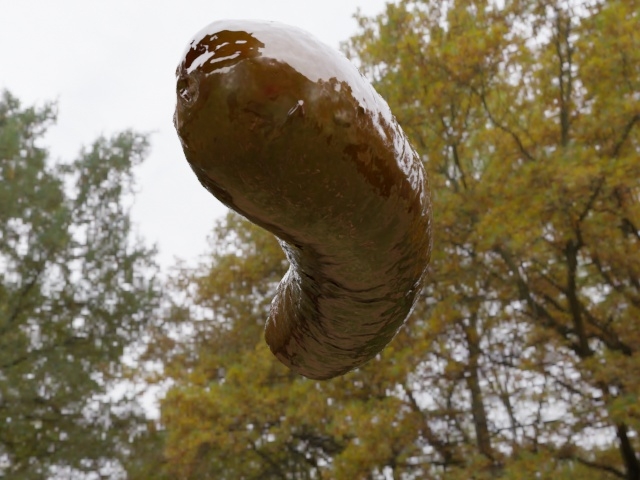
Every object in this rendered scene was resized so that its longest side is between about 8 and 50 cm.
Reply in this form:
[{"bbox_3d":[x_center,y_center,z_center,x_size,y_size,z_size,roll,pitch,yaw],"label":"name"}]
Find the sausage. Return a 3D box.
[{"bbox_3d":[0.005,-0.001,0.436,0.102,0.076,0.302,-5,-25,2],"label":"sausage"}]
